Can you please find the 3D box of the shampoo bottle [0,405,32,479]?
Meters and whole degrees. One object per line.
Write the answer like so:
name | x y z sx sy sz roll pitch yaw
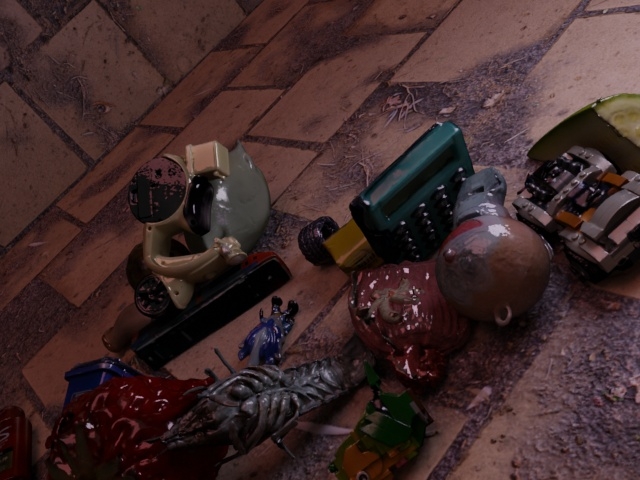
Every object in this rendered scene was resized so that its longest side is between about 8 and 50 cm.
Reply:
shampoo bottle | -0.744 0.509 1.871 0.118 0.076 0.314 -42 29 2

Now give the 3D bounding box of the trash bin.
trash bin | -0.457 0.383 1.651 0.163 0.184 0.234 -18 47 33

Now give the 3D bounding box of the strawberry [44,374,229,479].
strawberry | -0.293 0.371 1.412 0.318 0.295 0.345 -26 -3 32

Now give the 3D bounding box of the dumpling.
dumpling | -0.230 -0.057 1.955 0.212 0.270 0.321 27 59 36

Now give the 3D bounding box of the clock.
clock | -0.307 -0.025 1.779 0.277 0.120 0.378 -14 75 17

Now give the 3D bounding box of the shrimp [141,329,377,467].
shrimp | -0.082 0.259 1.284 0.221 0.411 0.166 56 134 28

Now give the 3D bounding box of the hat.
hat | 0.160 0.130 1.335 0.237 0.107 0.286 -8 43 14

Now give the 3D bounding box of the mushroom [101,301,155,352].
mushroom | -0.458 0.208 1.952 0.213 0.088 0.096 -33 56 21

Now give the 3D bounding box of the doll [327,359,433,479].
doll | 0.088 0.295 1.189 0.134 0.106 0.186 24 80 14

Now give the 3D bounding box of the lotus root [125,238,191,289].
lotus root | -0.410 0.067 1.984 0.173 0.173 0.309 -44 15 -8

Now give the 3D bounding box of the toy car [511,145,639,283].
toy car | 0.434 -0.055 1.282 0.193 0.118 0.301 -43 31 4

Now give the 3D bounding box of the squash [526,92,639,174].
squash | 0.524 -0.169 1.419 0.111 0.203 0.288 -47 -5 -12

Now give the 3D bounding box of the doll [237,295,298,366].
doll | -0.109 0.198 1.596 0.096 0.070 0.195 14 49 18

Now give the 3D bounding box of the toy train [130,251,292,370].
toy train | -0.251 0.150 1.797 0.409 0.086 0.089 -34 28 9

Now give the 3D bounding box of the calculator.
calculator | 0.187 -0.064 1.445 0.248 0.274 0.058 -41 52 -6

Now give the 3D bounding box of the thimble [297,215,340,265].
thimble | 0.000 -0.002 1.713 0.066 0.095 0.104 -22 43 31

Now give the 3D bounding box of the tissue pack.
tissue pack | 0.100 -0.004 1.616 0.169 0.082 0.120 -38 31 2

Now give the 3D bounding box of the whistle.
whistle | 0.268 -0.004 1.296 0.189 0.189 0.347 -25 41 24
